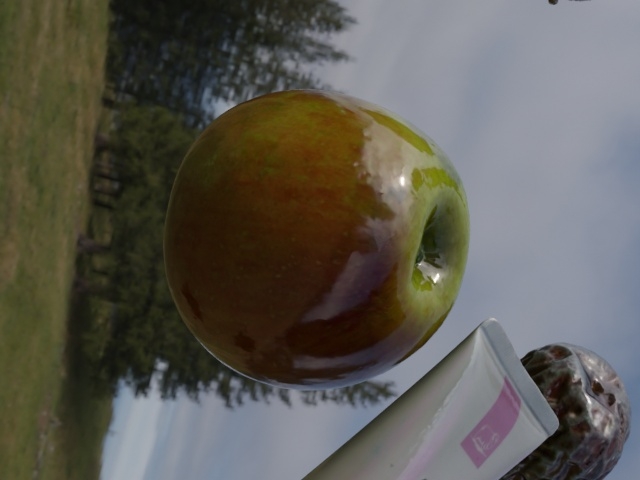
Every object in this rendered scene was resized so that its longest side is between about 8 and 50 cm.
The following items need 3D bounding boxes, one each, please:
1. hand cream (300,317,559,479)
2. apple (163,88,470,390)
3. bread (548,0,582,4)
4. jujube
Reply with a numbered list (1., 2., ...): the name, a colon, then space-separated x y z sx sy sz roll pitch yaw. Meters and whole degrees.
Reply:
1. hand cream: 0.069 0.243 0.959 0.358 0.185 0.118 -38 -148 -4
2. apple: 0.000 0.000 1.096 0.339 0.339 0.340 -165 -90 -80
3. bread: 0.421 -0.550 1.520 0.371 0.390 0.280 -6 -97 47
4. jujube: 0.328 0.295 1.497 0.317 0.226 0.226 -52 -157 43
